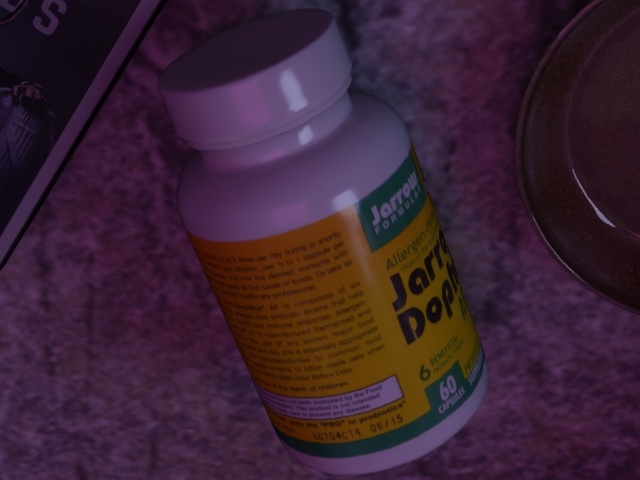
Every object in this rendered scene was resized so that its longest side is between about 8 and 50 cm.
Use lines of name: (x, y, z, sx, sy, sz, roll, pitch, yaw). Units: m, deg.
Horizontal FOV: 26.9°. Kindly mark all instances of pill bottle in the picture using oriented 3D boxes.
pill bottle: (0.000, 0.000, 0.651, 0.117, 0.117, 0.208, -14, 116, 16)

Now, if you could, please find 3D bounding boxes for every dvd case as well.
dvd case: (-0.189, -0.111, 0.669, 0.179, 0.029, 0.239, 32, 120, -10)

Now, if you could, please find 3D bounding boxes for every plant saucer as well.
plant saucer: (0.193, -0.050, 0.641, 0.198, 0.036, 0.199, 4, 119, 7)

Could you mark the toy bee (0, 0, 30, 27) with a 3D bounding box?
toy bee: (-0.168, -0.228, 0.503, 0.195, 0.162, 0.298, -30, 107, 9)
